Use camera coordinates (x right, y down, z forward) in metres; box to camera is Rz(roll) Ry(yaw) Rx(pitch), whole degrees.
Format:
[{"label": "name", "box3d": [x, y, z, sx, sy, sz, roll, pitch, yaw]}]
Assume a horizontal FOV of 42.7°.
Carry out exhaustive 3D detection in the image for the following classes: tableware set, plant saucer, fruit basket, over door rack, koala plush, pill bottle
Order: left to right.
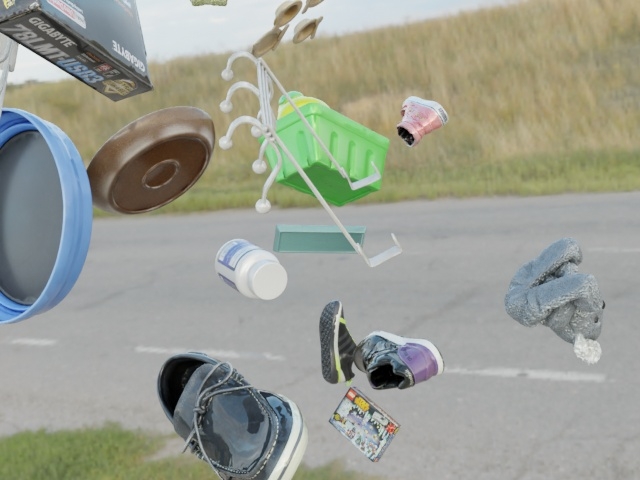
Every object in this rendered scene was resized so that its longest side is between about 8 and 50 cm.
[{"label": "plant saucer", "box3d": [-0.343, -0.151, 1.713, 0.310, 0.050, 0.311, -32, -22, -15]}, {"label": "pill bottle", "box3d": [-0.151, 0.068, 1.825, 0.112, 0.112, 0.186, -13, 19, -26]}, {"label": "tableware set", "box3d": [-0.038, -0.344, 1.281, 0.168, 0.020, 0.141, -36, -9, -33]}, {"label": "over door rack", "box3d": [-0.030, -0.110, 1.229, 0.108, 0.324, 0.239, -38, 31, 20]}, {"label": "fruit basket", "box3d": [-0.004, -0.316, 2.444, 0.283, 0.392, 0.392, -23, 0, 36]}, {"label": "plant saucer", "box3d": [0.000, 0.000, 1.693, 0.192, 0.067, 0.018, 0, 36, -13]}, {"label": "koala plush", "box3d": [0.534, 0.150, 1.787, 0.203, 0.221, 0.196, -34, 30, 21]}]

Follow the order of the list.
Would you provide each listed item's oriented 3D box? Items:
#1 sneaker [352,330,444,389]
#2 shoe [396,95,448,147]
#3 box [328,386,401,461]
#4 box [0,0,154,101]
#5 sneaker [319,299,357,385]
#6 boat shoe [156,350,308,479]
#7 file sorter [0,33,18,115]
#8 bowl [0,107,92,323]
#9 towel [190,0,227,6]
[{"label": "sneaker", "box3d": [0.131, 0.267, 1.784, 0.124, 0.107, 0.283, -25, 6, -31]}, {"label": "shoe", "box3d": [0.177, -0.231, 1.592, 0.081, 0.063, 0.178, -36, 19, -6]}, {"label": "box", "box3d": [0.092, 0.384, 1.720, 0.137, 0.094, 0.027, 36, 9, 32]}, {"label": "box", "box3d": [-0.321, -0.353, 1.013, 0.073, 0.293, 0.295, -17, -11, 11]}, {"label": "sneaker", "box3d": [0.055, 0.276, 2.220, 0.097, 0.235, 0.084, -1, 4, -27]}, {"label": "boat shoe", "box3d": [-0.175, 0.313, 1.452, 0.156, 0.187, 0.500, 32, -6, -26]}, {"label": "file sorter", "box3d": [-0.499, -0.305, 1.093, 0.192, 0.173, 0.278, 10, -41, -22]}, {"label": "bowl", "box3d": [-0.562, -0.043, 1.507, 0.391, 0.391, 0.077, 1, -1, 36]}, {"label": "towel", "box3d": [-0.294, -0.700, 2.192, 0.110, 0.148, 0.027, 2, 2, 6]}]
